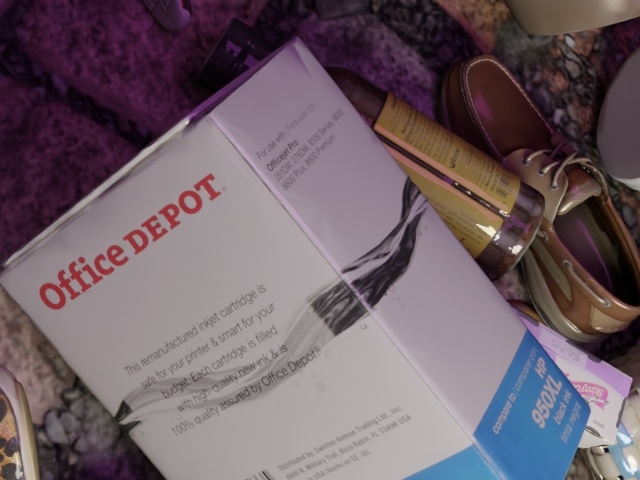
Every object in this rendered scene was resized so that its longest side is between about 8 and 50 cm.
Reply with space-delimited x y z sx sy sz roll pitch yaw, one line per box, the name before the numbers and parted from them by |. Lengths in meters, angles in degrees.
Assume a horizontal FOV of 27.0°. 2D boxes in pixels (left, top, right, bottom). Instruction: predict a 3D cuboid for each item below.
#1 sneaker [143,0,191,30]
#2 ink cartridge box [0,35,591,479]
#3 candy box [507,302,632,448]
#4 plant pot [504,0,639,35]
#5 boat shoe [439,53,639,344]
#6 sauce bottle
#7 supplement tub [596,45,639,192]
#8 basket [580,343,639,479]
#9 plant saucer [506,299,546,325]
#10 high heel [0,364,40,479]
sneaker | -0.139 -0.273 1.235 0.064 0.061 0.158 -17 89 -36
ink cartridge box | -0.022 0.082 1.074 0.395 0.285 0.166 51 38 -9
candy box | 0.159 0.131 1.235 0.164 0.196 0.070 31 66 -20
plant pot | 0.262 -0.370 1.351 0.323 0.323 0.281 -27 109 -30
boat shoe | 0.237 -0.052 1.355 0.123 0.116 0.324 -32 91 -30
sauce bottle | 0.046 -0.090 1.256 0.344 0.111 0.111 33 66 -8
supplement tub | 0.458 -0.101 1.445 0.272 0.191 0.191 18 72 -24
basket | 0.405 0.181 1.338 0.288 0.201 0.255 -23 93 1
plant saucer | 0.206 0.102 1.371 0.083 0.015 0.084 6 78 -27
high heel | -0.329 0.141 1.055 0.186 0.093 0.261 -14 98 -10
